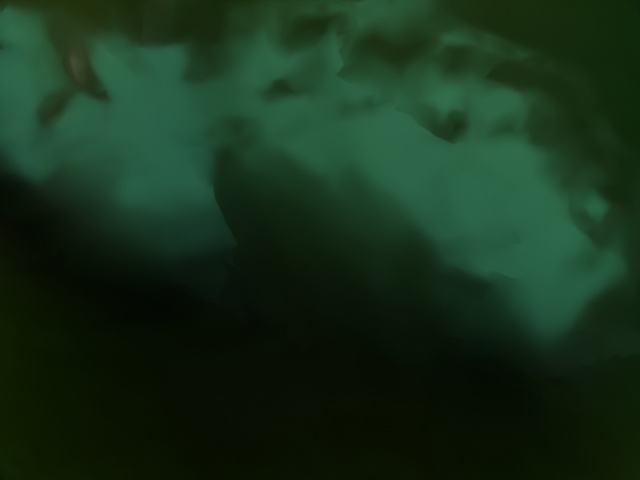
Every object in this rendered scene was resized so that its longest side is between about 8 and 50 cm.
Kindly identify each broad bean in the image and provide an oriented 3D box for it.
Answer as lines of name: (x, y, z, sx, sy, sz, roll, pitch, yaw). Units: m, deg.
broad bean: (0.000, 0.000, 0.446, 0.291, 0.119, 0.238, 36, 118, -11)
